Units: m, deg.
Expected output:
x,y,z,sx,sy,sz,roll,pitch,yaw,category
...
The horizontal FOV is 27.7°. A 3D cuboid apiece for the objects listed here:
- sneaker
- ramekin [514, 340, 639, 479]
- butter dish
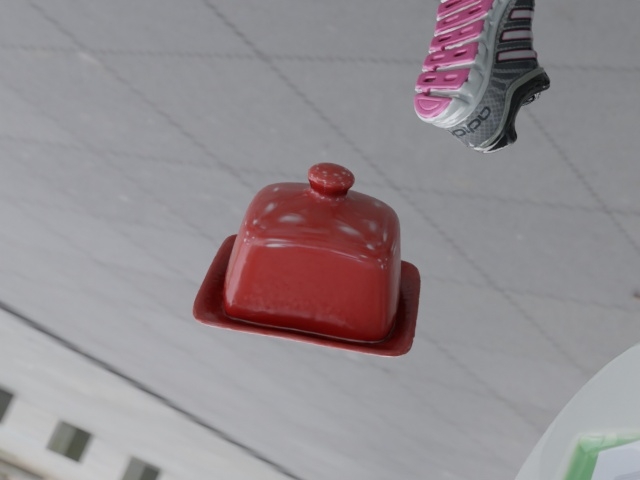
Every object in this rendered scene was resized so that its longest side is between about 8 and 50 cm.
x,y,z,sx,sy,sz,roll,pitch,yaw,category
0.116,-0.124,0.846,0.063,0.170,0.075,-13,134,43,sneaker
0.198,0.188,0.671,0.148,0.303,0.303,30,163,-10,ramekin
0.000,0.000,0.952,0.160,0.118,0.160,10,-155,3,butter dish
